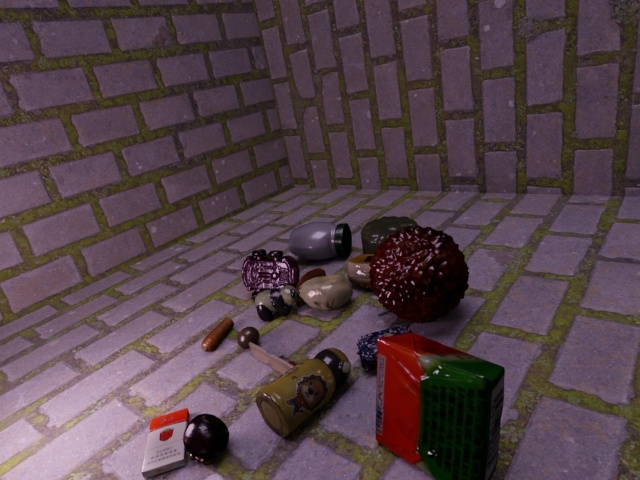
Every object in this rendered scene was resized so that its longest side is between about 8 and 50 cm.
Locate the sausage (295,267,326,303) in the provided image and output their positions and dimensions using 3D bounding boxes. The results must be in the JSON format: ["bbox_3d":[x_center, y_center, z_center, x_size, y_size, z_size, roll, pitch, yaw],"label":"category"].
[{"bbox_3d":[-0.064,0.231,2.287,0.076,0.103,0.302,-38,3,35],"label":"sausage"}]

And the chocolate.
[{"bbox_3d":[0.326,0.458,1.190,0.162,0.359,0.341,-12,17,-40],"label":"chocolate"}]

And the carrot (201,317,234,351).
[{"bbox_3d":[-0.488,0.447,2.009,0.067,0.067,0.225,-2,22,22],"label":"carrot"}]

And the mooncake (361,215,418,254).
[{"bbox_3d":[0.416,-0.015,2.534,0.357,0.194,0.356,-11,21,4],"label":"mooncake"}]

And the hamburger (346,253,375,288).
[{"bbox_3d":[0.280,0.161,2.230,0.295,0.151,0.227,-2,17,35],"label":"hamburger"}]

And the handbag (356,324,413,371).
[{"bbox_3d":[0.271,0.413,1.645,0.260,0.113,0.162,-10,27,-16],"label":"handbag"}]

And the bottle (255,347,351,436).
[{"bbox_3d":[-0.040,0.503,1.490,0.351,0.171,0.172,-29,27,-36],"label":"bottle"}]

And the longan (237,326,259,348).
[{"bbox_3d":[-0.325,0.437,1.918,0.113,0.092,0.113,-53,6,7],"label":"longan"}]

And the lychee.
[{"bbox_3d":[0.417,0.153,1.840,0.425,0.500,0.424,0,64,1],"label":"lychee"}]

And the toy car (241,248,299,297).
[{"bbox_3d":[-0.254,0.178,2.360,0.341,0.271,0.240,3,5,27],"label":"toy car"}]

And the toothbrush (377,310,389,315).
[{"bbox_3d":[0.338,0.317,1.979,0.167,0.014,0.011,-18,31,-16],"label":"toothbrush"}]

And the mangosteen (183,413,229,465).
[{"bbox_3d":[-0.373,0.642,1.376,0.153,0.152,0.152,-10,21,4],"label":"mangosteen"}]

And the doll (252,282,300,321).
[{"bbox_3d":[-0.215,0.302,2.119,0.234,0.135,0.143,-16,22,6],"label":"doll"}]

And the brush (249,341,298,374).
[{"bbox_3d":[-0.191,0.490,1.761,0.050,0.060,0.321,-14,18,-42],"label":"brush"}]

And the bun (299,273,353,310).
[{"bbox_3d":[0.038,0.261,2.088,0.259,0.159,0.259,-13,5,1],"label":"bun"}]

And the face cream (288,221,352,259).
[{"bbox_3d":[0.000,0.000,2.667,0.357,0.219,0.312,-2,23,21],"label":"face cream"}]

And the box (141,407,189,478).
[{"bbox_3d":[-0.525,0.687,1.465,0.139,0.035,0.245,-15,22,-8],"label":"box"}]
